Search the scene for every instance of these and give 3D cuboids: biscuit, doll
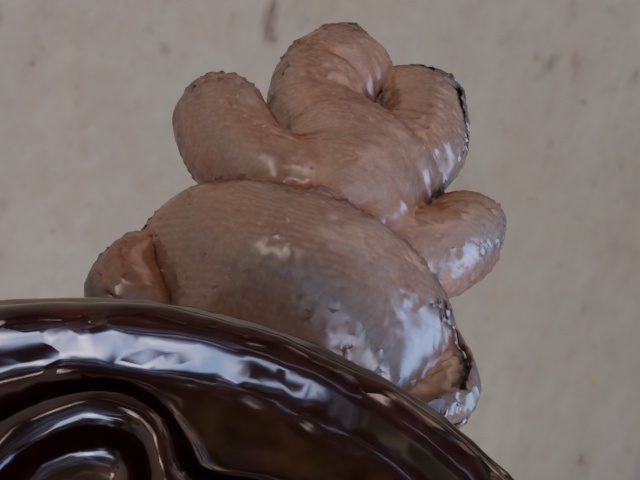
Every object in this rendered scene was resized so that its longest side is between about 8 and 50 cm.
[{"bbox_3d":[-0.072,0.202,0.513,0.407,0.407,0.091,-60,176,-28],"label":"biscuit"},{"bbox_3d":[0.000,0.000,0.923,0.303,0.201,0.156,-67,180,-55],"label":"doll"}]
